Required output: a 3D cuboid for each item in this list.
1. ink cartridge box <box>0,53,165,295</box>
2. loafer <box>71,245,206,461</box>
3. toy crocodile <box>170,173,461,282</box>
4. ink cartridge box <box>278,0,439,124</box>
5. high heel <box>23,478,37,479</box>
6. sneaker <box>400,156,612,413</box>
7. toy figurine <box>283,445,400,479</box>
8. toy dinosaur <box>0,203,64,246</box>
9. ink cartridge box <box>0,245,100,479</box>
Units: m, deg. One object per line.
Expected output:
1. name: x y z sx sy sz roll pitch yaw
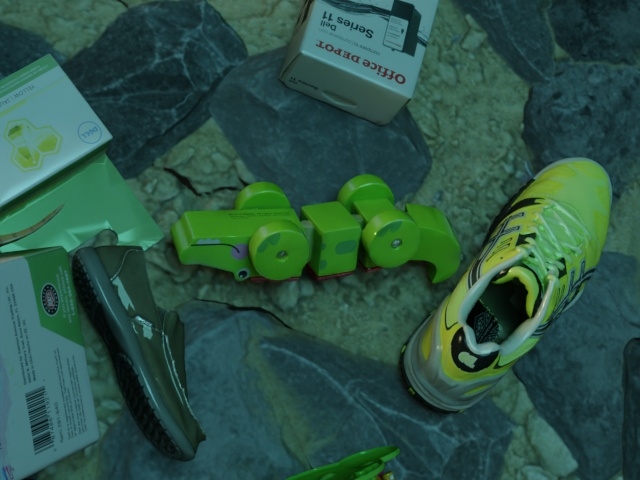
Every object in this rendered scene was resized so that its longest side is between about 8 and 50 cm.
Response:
1. ink cartridge box: -0.296 -0.063 1.409 0.171 0.056 0.235 -35 85 -27
2. loafer: -0.175 0.110 1.368 0.087 0.094 0.251 -23 84 -25
3. toy crocodile: 0.000 0.000 1.473 0.341 0.105 0.115 -4 32 -20
4. ink cartridge box: 0.055 -0.267 1.587 0.153 0.087 0.208 21 67 -12
5. high heel: -0.266 0.348 1.255 0.117 0.082 0.244 1 67 -29
6. sneaker: 0.250 0.042 1.519 0.145 0.147 0.384 38 62 -2
7. toy figurine: 0.039 0.320 1.385 0.173 0.130 0.159 -17 92 -49
8. toy dinosaur: -0.373 0.013 1.317 0.211 0.112 0.064 -14 94 -42
9. ink cartridge box: -0.342 0.129 1.183 0.278 0.117 0.201 -20 103 -61
